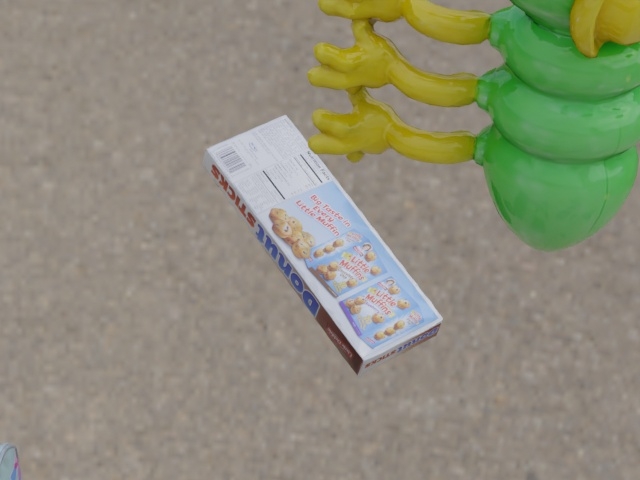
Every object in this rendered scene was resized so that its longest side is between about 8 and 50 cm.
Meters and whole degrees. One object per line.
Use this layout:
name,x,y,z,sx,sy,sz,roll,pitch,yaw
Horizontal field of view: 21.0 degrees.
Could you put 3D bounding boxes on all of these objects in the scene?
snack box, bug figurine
snack box,0.000,0.000,1.087,0.064,0.022,0.178,-25,66,-28
bug figurine,0.109,-0.102,0.357,0.279,0.216,0.072,-16,43,-24

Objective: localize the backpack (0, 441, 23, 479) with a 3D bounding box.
backpack,-0.212,0.181,0.822,0.144,0.188,0.166,9,42,-4
